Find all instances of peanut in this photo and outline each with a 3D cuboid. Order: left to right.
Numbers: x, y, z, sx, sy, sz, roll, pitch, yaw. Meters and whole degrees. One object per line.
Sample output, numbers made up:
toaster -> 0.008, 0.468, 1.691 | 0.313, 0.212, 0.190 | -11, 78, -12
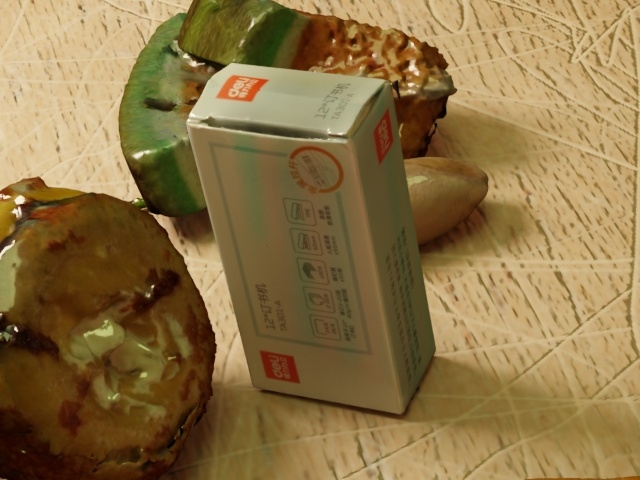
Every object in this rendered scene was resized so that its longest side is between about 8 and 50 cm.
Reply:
peanut -> 0.067, -0.030, 1.566 | 0.152, 0.076, 0.076 | -20, 40, -7

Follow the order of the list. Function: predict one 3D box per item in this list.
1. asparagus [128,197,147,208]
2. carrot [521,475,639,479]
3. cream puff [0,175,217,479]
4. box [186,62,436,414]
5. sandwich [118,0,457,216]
asparagus -> -0.148, -0.034, 1.667 | 0.166, 0.016, 0.013 | -11, 72, -2
carrot -> 0.213, 0.175, 1.309 | 0.190, 0.037, 0.037 | -2, 40, 13
cream puff -> -0.191, 0.074, 1.386 | 0.164, 0.240, 0.240 | -7, 33, 43
box -> 0.000, 0.000, 1.389 | 0.135, 0.269, 0.079 | 7, 42, 24
sandwich -> -0.031, -0.139, 1.647 | 0.301, 0.162, 0.250 | 0, 37, 12
